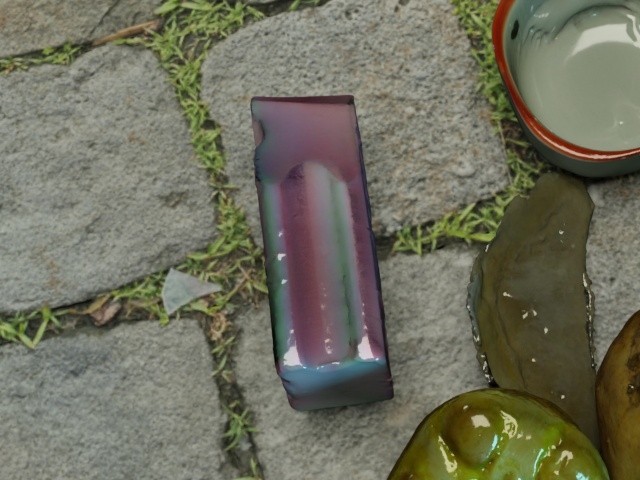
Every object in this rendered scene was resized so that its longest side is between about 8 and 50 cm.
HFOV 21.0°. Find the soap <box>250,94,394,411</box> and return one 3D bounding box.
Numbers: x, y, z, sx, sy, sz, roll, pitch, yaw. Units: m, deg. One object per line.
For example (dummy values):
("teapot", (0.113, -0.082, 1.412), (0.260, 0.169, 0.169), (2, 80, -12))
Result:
("soap", (0.000, 0.000, 1.691), (0.109, 0.193, 0.324), (-8, 67, 1))

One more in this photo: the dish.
("dish", (0.300, -0.173, 1.762), (0.256, 0.117, 0.256), (-2, 68, 6))

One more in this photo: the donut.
("donut", (0.151, 0.261, 1.564), (0.208, 0.128, 0.261), (34, 103, 0))

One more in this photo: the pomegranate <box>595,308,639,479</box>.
("pomegranate", (0.381, 0.169, 1.543), (0.281, 0.281, 0.281), (-2, 69, 6))

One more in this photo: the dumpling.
("dumpling", (0.194, 0.085, 1.692), (0.166, 0.086, 0.332), (10, 66, -24))
